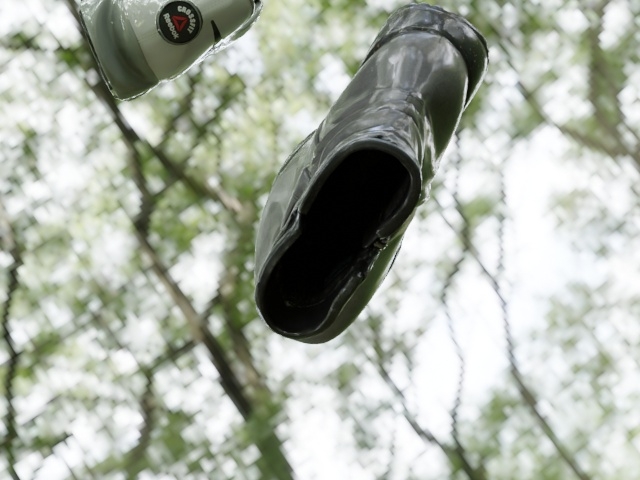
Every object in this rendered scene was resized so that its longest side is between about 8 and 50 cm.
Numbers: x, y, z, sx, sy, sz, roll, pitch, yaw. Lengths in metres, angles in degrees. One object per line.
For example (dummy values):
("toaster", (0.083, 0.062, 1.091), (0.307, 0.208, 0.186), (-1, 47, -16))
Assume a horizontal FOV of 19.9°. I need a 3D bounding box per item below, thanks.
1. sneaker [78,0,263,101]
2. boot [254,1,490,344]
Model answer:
("sneaker", (-0.107, -0.202, 1.463), (0.146, 0.330, 0.122), (-23, -68, 2))
("boot", (0.000, 0.000, 1.322), (0.222, 0.118, 0.338), (-62, -4, -49))
